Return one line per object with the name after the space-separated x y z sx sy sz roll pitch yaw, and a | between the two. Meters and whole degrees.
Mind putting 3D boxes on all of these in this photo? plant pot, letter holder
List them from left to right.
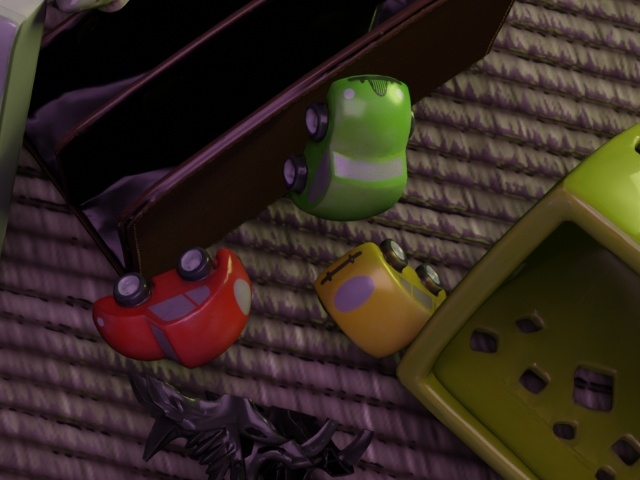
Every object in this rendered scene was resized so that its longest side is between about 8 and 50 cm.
-0.037 -0.127 1.026 0.302 0.214 0.152 -35 83 -11 | letter holder
0.220 0.046 0.997 0.228 0.227 0.207 42 50 5 | plant pot

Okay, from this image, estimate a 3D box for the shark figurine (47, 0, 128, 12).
-0.164 -0.222 1.032 0.166 0.278 0.116 -39 120 -20 | shark figurine

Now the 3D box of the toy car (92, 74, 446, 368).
0.000 0.000 0.978 0.239 0.225 0.053 -1 47 -25 | toy car

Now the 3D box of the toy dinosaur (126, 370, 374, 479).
-0.062 0.202 0.989 0.322 0.164 0.218 13 83 -3 | toy dinosaur

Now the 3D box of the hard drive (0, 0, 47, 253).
-0.347 -0.114 0.986 0.353 0.233 0.047 23 42 4 | hard drive
